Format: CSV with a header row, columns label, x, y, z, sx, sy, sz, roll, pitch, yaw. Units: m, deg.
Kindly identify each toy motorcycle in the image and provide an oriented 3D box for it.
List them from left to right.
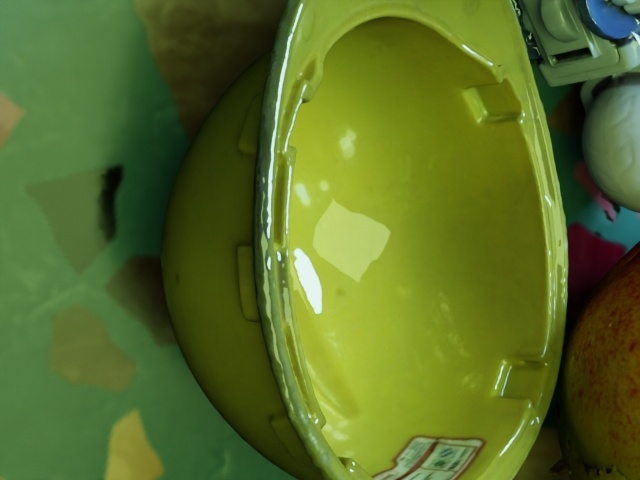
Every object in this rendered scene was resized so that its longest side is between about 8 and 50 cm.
label,x,y,z,sx,sy,sz,roll,pitch,yaw
toy motorcycle,0.132,-0.134,0.803,0.112,0.112,0.254,-27,102,-10

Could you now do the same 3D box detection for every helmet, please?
label,x,y,z,sx,sy,sz,roll,pitch,yaw
helmet,0.000,0.000,0.757,0.205,0.140,0.257,-10,94,-48

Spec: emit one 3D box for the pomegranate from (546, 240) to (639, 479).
label,x,y,z,sx,sy,sz,roll,pitch,yaw
pomegranate,0.205,0.090,0.797,0.210,0.210,0.235,38,104,-18
